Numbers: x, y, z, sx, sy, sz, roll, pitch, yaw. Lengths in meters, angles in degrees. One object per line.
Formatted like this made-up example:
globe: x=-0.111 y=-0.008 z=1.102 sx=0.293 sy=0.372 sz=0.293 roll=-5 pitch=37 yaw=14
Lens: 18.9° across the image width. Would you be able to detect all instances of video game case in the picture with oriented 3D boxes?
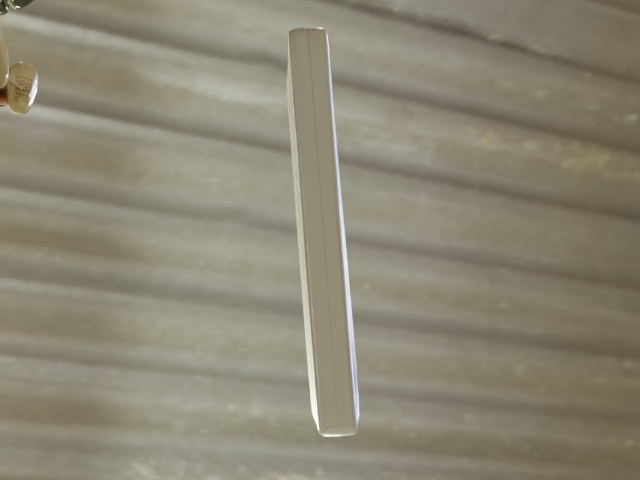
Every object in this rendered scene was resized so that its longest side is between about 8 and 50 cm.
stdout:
video game case: x=0.000 y=0.000 z=1.081 sx=0.023 sy=0.193 sz=0.212 roll=-4 pitch=-93 yaw=-1

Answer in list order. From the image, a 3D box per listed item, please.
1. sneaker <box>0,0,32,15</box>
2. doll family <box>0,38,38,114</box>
sneaker: x=-0.108 y=-0.147 z=0.654 sx=0.052 sy=0.058 sz=0.135 roll=5 pitch=-54 yaw=-37
doll family: x=-0.222 y=-0.080 z=0.831 sx=0.193 sy=0.111 sz=0.076 roll=38 pitch=-114 yaw=-41
